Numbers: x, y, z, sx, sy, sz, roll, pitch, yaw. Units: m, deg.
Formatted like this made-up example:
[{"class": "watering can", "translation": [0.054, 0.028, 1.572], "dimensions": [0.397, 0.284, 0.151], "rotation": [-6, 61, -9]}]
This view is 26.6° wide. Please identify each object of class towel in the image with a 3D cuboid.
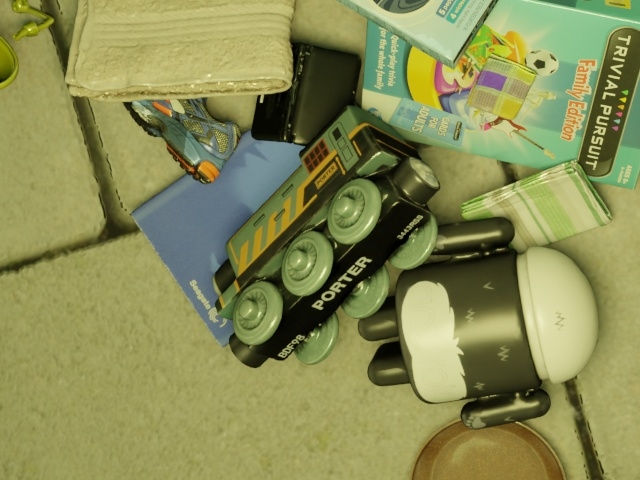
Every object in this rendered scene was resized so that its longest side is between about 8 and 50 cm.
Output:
[{"class": "towel", "translation": [0.258, -0.030, 1.619], "dimensions": [0.152, 0.023, 0.113], "rotation": [-23, 129, 22]}, {"class": "towel", "translation": [-0.168, -0.260, 1.651], "dimensions": [0.282, 0.049, 0.187], "rotation": [-2, 65, 10]}, {"class": "towel", "translation": [0.201, -0.169, 1.510], "dimensions": [0.060, 0.009, 0.083], "rotation": [22, 143, -1]}]

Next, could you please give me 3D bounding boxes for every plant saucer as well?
[{"class": "plant saucer", "translation": [0.212, 0.312, 1.712], "dimensions": [0.199, 0.036, 0.198], "rotation": [2, 99, 11]}]

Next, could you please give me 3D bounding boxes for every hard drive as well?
[{"class": "hard drive", "translation": [-0.053, -0.036, 1.708], "dimensions": [0.319, 0.040, 0.210], "rotation": [-34, 91, 14]}]

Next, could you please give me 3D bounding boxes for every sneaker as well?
[{"class": "sneaker", "translation": [-0.184, -0.167, 1.696], "dimensions": [0.087, 0.083, 0.221], "rotation": [-42, 76, -12]}]

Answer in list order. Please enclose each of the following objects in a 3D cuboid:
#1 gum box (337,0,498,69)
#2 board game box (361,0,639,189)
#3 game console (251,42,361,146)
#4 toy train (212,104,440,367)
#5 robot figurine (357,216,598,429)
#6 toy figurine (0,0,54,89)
[{"class": "gum box", "translation": [0.102, -0.292, 1.416], "dimensions": [0.184, 0.041, 0.157], "rotation": [32, 87, 10]}, {"class": "board game box", "translation": [0.220, -0.201, 1.537], "dimensions": [0.336, 0.079, 0.253], "rotation": [13, 142, 9]}, {"class": "game console", "translation": [-0.019, -0.174, 1.655], "dimensions": [0.107, 0.071, 0.122], "rotation": [9, 87, 50]}, {"class": "toy train", "translation": [0.000, 0.000, 1.589], "dimensions": [0.334, 0.142, 0.190], "rotation": [-46, 44, 24]}, {"class": "robot figurine", "translation": [0.190, 0.101, 1.618], "dimensions": [0.278, 0.173, 0.209], "rotation": [-11, 138, 13]}, {"class": "toy figurine", "translation": [-0.552, -0.263, 1.751], "dimensions": [0.362, 0.191, 0.217], "rotation": [32, 133, -2]}]
